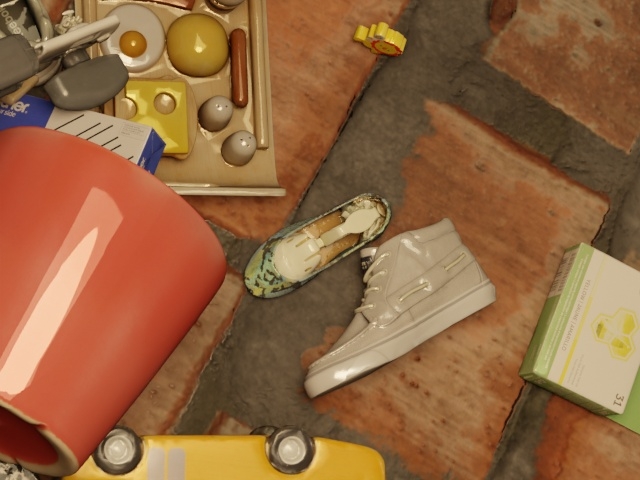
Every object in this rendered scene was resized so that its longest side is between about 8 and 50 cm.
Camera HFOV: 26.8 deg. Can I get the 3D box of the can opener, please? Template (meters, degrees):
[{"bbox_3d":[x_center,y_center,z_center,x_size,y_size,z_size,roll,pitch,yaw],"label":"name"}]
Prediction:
[{"bbox_3d":[-0.295,-0.152,1.284,0.280,0.074,0.093,-27,88,-40],"label":"can opener"}]

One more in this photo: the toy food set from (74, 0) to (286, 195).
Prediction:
[{"bbox_3d":[-0.151,-0.197,1.457,0.219,0.092,0.306,0,80,-17],"label":"toy food set"}]

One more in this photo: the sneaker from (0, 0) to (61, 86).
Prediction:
[{"bbox_3d":[-0.360,-0.284,1.395,0.262,0.121,0.099,47,71,-5],"label":"sneaker"}]

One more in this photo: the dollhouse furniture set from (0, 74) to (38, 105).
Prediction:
[{"bbox_3d":[-0.510,-0.085,1.342,0.303,0.174,0.355,26,48,14],"label":"dollhouse furniture set"}]

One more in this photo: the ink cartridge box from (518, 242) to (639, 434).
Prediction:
[{"bbox_3d":[0.367,0.130,1.578,0.235,0.056,0.171,26,74,-9],"label":"ink cartridge box"}]

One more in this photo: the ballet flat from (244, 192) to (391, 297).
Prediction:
[{"bbox_3d":[0.000,0.000,1.484,0.188,0.070,0.070,-33,91,-19],"label":"ballet flat"}]

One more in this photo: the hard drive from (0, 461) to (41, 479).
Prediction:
[{"bbox_3d":[-0.371,0.311,1.319,0.237,0.064,0.339,-32,91,-19],"label":"hard drive"}]

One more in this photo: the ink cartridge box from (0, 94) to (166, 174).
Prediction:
[{"bbox_3d":[-0.271,-0.089,1.375,0.207,0.046,0.097,15,74,20],"label":"ink cartridge box"}]

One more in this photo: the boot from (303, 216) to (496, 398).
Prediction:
[{"bbox_3d":[0.067,0.070,1.487,0.258,0.095,0.123,-27,83,-27],"label":"boot"}]

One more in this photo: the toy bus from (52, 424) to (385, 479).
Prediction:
[{"bbox_3d":[-0.105,0.256,1.386,0.332,0.108,0.130,2,82,-17],"label":"toy bus"}]

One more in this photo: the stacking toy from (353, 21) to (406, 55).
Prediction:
[{"bbox_3d":[0.032,-0.331,1.518,0.221,0.052,0.167,28,72,-36],"label":"stacking toy"}]

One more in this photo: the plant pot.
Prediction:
[{"bbox_3d":[-0.259,0.069,1.263,0.275,0.275,0.243,32,62,-9],"label":"plant pot"}]
